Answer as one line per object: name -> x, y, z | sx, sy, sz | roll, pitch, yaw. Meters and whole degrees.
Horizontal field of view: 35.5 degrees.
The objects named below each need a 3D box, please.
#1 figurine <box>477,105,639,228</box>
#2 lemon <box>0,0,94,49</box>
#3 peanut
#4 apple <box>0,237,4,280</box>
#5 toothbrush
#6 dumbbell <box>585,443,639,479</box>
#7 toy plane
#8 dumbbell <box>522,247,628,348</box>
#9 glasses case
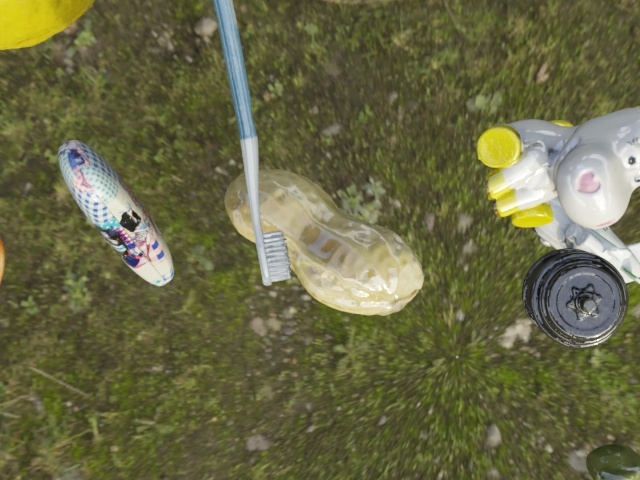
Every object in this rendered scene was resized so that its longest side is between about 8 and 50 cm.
figurine -> 0.218, -0.069, 0.819 | 0.129, 0.178, 0.109 | -44, 117, -30
lemon -> -0.290, -0.303, 0.883 | 0.267, 0.267, 0.268 | -1, 83, 8
peanut -> 0.000, 0.000, 1.441 | 0.313, 0.149, 0.149 | 38, 90, 9
apple -> -0.413, 0.019, 1.023 | 0.163, 0.139, 0.164 | -9, 60, 15
toothbrush -> -0.057, -0.100, 0.767 | 0.025, 0.019, 0.276 | -9, 99, 3
dumbbell -> 0.263, 0.238, 0.879 | 0.046, 0.052, 0.118 | -14, 114, -6
toy plane -> 0.327, -0.003, 1.220 | 0.174, 0.174, 0.080 | 35, 98, 10
dumbbell -> 0.262, 0.058, 1.032 | 0.099, 0.208, 0.099 | 0, 92, 6
glasses case -> -0.310, -0.037, 1.544 | 0.076, 0.327, 0.125 | -34, 58, -6
